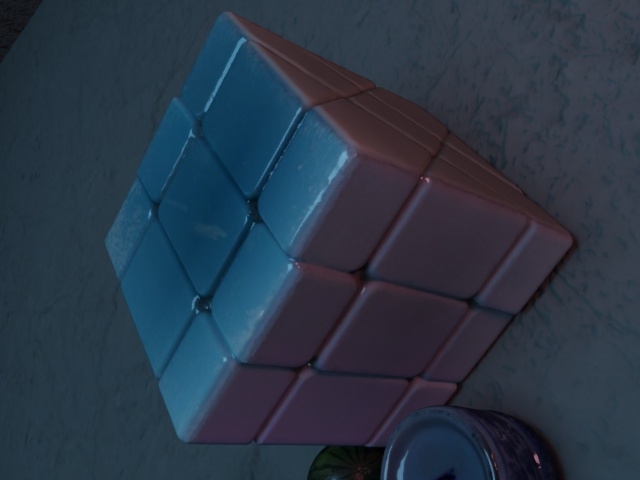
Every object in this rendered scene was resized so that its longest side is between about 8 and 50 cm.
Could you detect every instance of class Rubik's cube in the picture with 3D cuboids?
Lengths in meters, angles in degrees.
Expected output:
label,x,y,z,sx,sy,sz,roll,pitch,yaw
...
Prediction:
label,x,y,z,sx,sy,sz,roll,pitch,yaw
Rubik's cube,0.000,0.000,0.755,0.316,0.319,0.322,-57,42,21

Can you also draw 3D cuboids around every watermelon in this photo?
label,x,y,z,sx,sy,sz,roll,pitch,yaw
watermelon,0.036,0.281,0.800,0.133,0.105,0.105,100,163,-63

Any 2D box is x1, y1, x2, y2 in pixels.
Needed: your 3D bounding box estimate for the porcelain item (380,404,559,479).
label,x,y,z,sx,sy,sz,roll,pitch,yaw
porcelain item,0.144,0.235,0.671,0.147,0.114,0.147,-21,61,45
